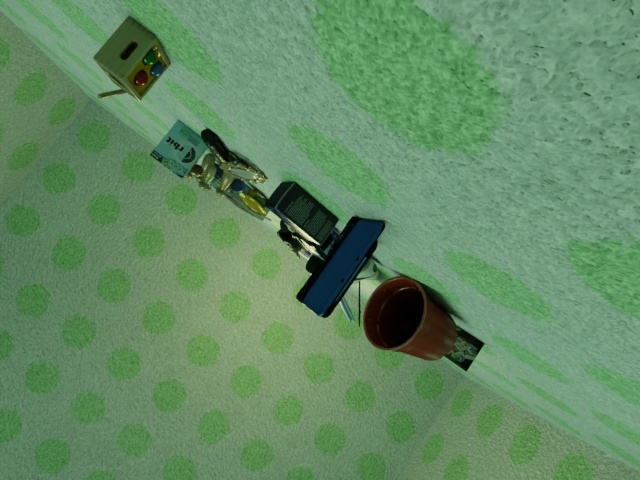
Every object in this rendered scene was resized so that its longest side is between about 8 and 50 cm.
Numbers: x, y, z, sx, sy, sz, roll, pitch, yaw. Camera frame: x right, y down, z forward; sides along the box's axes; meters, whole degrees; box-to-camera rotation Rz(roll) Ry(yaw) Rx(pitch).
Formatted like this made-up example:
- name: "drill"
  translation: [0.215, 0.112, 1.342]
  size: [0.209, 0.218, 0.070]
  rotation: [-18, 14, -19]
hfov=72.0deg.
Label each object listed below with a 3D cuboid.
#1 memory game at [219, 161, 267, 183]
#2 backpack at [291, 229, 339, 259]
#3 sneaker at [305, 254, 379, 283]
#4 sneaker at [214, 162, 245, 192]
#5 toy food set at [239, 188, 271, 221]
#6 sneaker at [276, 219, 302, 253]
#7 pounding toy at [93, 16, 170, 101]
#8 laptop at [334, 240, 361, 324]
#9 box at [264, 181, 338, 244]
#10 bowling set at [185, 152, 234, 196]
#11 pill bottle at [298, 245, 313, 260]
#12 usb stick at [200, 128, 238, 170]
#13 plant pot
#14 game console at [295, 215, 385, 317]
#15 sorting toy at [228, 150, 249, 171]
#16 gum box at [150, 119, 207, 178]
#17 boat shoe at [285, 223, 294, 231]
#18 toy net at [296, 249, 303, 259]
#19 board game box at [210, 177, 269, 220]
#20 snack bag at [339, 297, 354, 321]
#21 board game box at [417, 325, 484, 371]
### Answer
- name: "memory game"
  translation: [-0.287, -0.252, 1.647]
  size: [0.186, 0.012, 0.186]
  rotation: [14, 169, 3]
- name: "backpack"
  translation: [0.000, 0.000, 1.698]
  size: [0.173, 0.117, 0.158]
  rotation: [47, 167, -35]
- name: "sneaker"
  translation: [0.085, 0.121, 1.765]
  size: [0.330, 0.123, 0.146]
  rotation: [1, 147, 43]
- name: "sneaker"
  translation: [-0.431, -0.295, 2.090]
  size: [0.232, 0.081, 0.090]
  rotation: [37, -177, 20]
- name: "toy food set"
  translation: [-0.306, -0.191, 2.136]
  size: [0.128, 0.071, 0.218]
  rotation: [23, 162, 27]
- name: "sneaker"
  translation: [-0.162, -0.054, 2.151]
  size: [0.130, 0.087, 0.228]
  rotation: [60, -172, -46]
- name: "pounding toy"
  translation: [-0.456, -0.396, 1.081]
  size: [0.094, 0.181, 0.206]
  rotation: [36, 173, -1]
- name: "laptop"
  translation: [0.079, 0.174, 2.017]
  size: [0.407, 0.236, 0.382]
  rotation: [35, 172, 12]
- name: "box"
  translation: [-0.066, -0.094, 1.485]
  size: [0.207, 0.108, 0.153]
  rotation: [38, 173, -20]
- name: "bowling set"
  translation: [-0.542, -0.300, 1.943]
  size: [0.287, 0.154, 0.200]
  rotation: [37, -151, 3]
- name: "pill bottle"
  translation: [-0.022, 0.070, 2.333]
  size: [0.193, 0.108, 0.108]
  rotation: [36, 173, 1]
- name: "usb stick"
  translation: [-0.379, -0.332, 1.671]
  size: [0.077, 0.045, 0.278]
  rotation: [57, 179, 16]
- name: "plant pot"
  translation: [0.341, 0.306, 1.607]
  size: [0.265, 0.273, 0.272]
  rotation: [32, 177, -35]
- name: "game console"
  translation: [0.086, 0.095, 1.231]
  size: [0.173, 0.293, 0.250]
  rotation: [31, 171, 40]
- name: "sorting toy"
  translation: [-0.316, -0.290, 1.666]
  size: [0.102, 0.042, 0.061]
  rotation: [40, 172, -23]
- name: "gum box"
  translation: [-0.572, -0.370, 1.801]
  size: [0.157, 0.184, 0.041]
  rotation: [37, 173, -10]
- name: "boat shoe"
  translation: [-0.108, -0.069, 2.036]
  size: [0.081, 0.079, 0.227]
  rotation: [56, -177, 23]
- name: "toy net"
  translation: [-0.133, -0.016, 2.273]
  size: [0.122, 0.045, 0.232]
  rotation: [67, -178, -49]
- name: "board game box"
  translation: [-0.425, -0.237, 2.328]
  size: [0.303, 0.098, 0.224]
  rotation: [27, 169, 49]
- name: "snack bag"
  translation: [0.059, 0.197, 2.137]
  size: [0.323, 0.037, 0.342]
  rotation: [64, 180, -19]
- name: "board game box"
  translation: [0.515, 0.400, 1.797]
  size: [0.259, 0.136, 0.030]
  rotation: [34, 176, 23]
